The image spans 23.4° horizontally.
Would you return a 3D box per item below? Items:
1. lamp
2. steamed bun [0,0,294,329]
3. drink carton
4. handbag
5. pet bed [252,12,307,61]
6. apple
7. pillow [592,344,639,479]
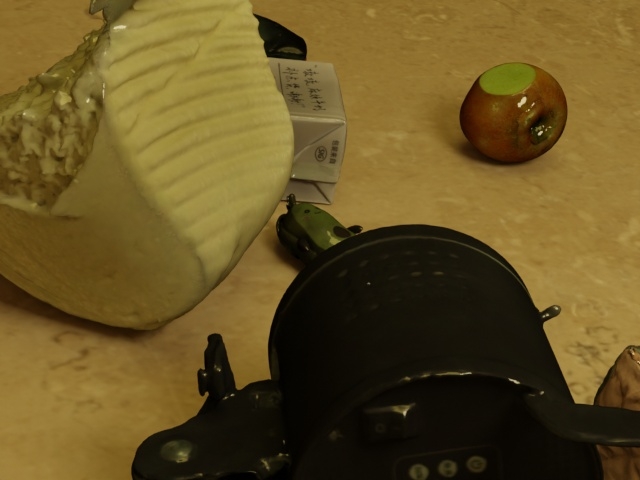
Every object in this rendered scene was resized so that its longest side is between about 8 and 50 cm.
[{"bbox_3d":[0.081,0.116,1.059,0.374,0.205,0.272,1,30,16],"label":"lamp"},{"bbox_3d":[-0.187,-0.076,1.313,0.272,0.273,0.290,-12,19,35],"label":"steamed bun"},{"bbox_3d":[-0.090,-0.116,1.525,0.222,0.102,0.134,4,29,-8],"label":"drink carton"},{"bbox_3d":[0.000,0.000,1.404,0.072,0.047,0.111,-18,42,-39],"label":"handbag"},{"bbox_3d":[-0.110,-0.209,1.721,0.201,0.053,0.201,6,30,-3],"label":"pet bed"},{"bbox_3d":[0.202,-0.134,1.634,0.114,0.099,0.102,-36,41,-18],"label":"apple"},{"bbox_3d":[0.260,0.177,1.033,0.043,0.126,0.232,-3,31,-42],"label":"pillow"}]
